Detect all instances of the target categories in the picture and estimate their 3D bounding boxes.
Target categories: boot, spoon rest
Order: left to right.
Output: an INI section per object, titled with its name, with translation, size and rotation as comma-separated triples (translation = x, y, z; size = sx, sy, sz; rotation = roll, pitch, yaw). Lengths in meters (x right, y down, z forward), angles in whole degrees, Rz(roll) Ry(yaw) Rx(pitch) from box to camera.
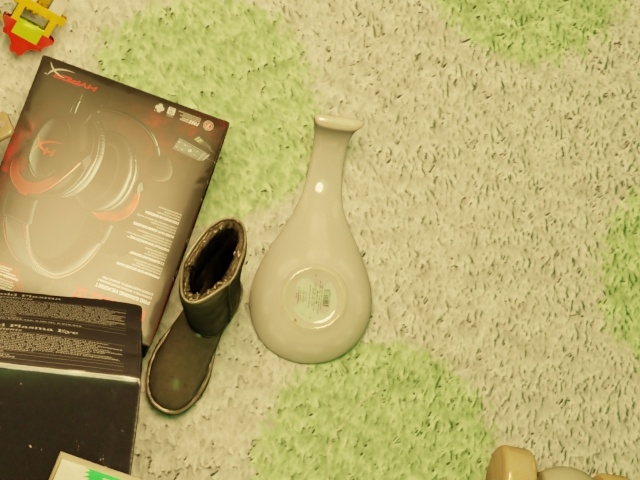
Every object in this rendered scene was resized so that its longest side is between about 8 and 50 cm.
[boot]
translation = -0.128, 0.083, 1.791
size = 0.076, 0.208, 0.189
rotation = 22, 76, -4
[spoon rest]
translation = 0.000, 0.000, 1.905
size = 0.137, 0.084, 0.276
rotation = 9, 91, -5

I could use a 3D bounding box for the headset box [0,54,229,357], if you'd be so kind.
[headset box]
translation = -0.249, -0.020, 1.845
size = 0.218, 0.110, 0.293
rotation = 20, 77, -4

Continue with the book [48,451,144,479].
[book]
translation = -0.206, 0.265, 1.474
size = 0.096, 0.035, 0.144
rotation = 21, 96, -14

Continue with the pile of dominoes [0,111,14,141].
[pile of dominoes]
translation = -0.469, -0.133, 1.816
size = 0.196, 0.040, 0.251
rotation = -45, 70, -3

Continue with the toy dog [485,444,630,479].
[toy dog]
translation = 0.256, 0.375, 1.813
size = 0.220, 0.161, 0.333
rotation = -9, 80, -10

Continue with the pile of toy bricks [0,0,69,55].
[pile of toy bricks]
translation = -0.391, -0.279, 1.894
size = 0.212, 0.118, 0.105
rotation = 29, 104, -18

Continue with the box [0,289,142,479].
[box]
translation = -0.274, 0.245, 1.635
size = 0.179, 0.312, 0.343
rotation = 7, 100, -8
